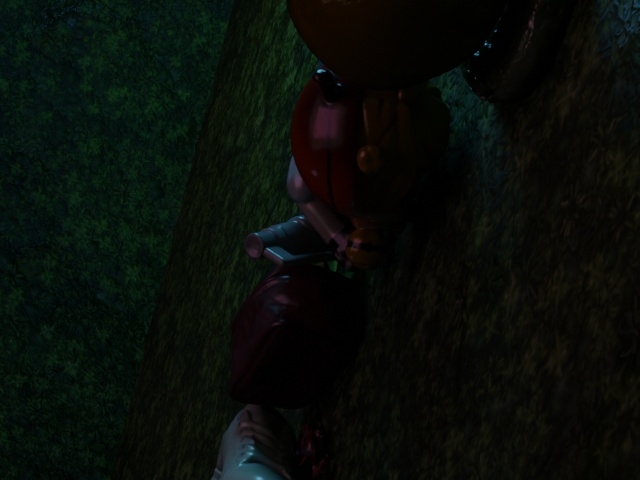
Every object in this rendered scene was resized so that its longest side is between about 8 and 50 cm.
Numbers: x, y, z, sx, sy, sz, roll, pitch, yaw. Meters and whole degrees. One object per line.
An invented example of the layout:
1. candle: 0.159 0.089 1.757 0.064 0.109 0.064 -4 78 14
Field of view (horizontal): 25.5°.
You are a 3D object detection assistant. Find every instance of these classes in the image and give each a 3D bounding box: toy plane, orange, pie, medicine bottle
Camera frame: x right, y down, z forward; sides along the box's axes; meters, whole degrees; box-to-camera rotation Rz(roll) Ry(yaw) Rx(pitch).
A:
1. toy plane: -0.009 0.286 1.953 0.060 0.037 0.145 -57 16 20
2. orange: 0.093 -0.308 1.615 0.279 0.235 0.279 -41 35 39
3. pie: 0.226 -0.271 1.635 0.240 0.054 0.240 -166 90 -75
4. medicine bottle: -0.010 0.002 1.967 0.092 0.221 0.061 34 118 31

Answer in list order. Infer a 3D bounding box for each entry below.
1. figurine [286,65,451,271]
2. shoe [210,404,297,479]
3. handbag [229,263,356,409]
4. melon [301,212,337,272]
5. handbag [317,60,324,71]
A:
1. figurine: 0.054 -0.124 1.831 0.323 0.196 0.320 114 165 -66
2. shoe: -0.081 0.313 2.016 0.363 0.132 0.160 154 132 -79
3. handbag: -0.042 0.136 2.012 0.225 0.146 0.135 123 156 -45
4. melon: -0.001 0.000 2.119 0.262 0.053 0.114 -101 5 -67
5. handbag: 0.069 -0.327 2.250 0.332 0.075 0.191 127 152 -46
